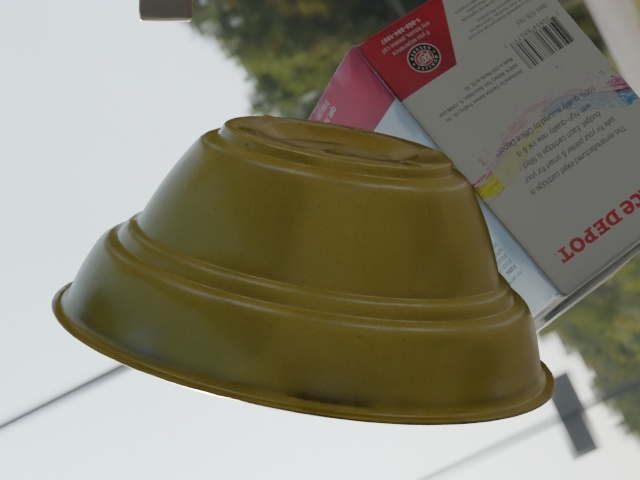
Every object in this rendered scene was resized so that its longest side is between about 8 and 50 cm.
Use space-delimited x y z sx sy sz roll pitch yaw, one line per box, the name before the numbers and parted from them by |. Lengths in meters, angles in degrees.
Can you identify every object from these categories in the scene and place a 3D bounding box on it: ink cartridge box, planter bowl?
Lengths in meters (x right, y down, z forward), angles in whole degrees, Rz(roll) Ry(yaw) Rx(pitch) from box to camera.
ink cartridge box | 0.099 -0.041 1.021 0.176 0.128 0.127 51 151 10
planter bowl | 0.000 0.000 0.771 0.217 0.217 0.090 -58 -22 -78

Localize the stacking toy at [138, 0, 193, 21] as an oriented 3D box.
stacking toy | -0.111 -0.248 0.657 0.279 0.130 0.309 100 168 -62
